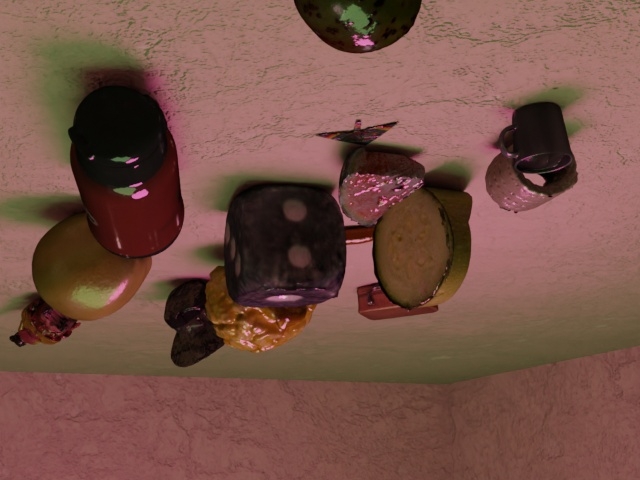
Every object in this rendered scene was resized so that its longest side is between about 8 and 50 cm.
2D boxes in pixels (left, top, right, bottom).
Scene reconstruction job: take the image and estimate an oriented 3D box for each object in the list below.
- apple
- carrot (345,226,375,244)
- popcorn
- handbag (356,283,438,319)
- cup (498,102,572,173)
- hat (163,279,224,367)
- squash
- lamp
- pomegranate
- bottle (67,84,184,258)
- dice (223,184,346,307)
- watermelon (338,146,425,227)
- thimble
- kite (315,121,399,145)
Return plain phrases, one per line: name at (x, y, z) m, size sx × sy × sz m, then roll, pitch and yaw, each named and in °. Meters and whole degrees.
apple at (-0.395, 0.041, 1.429) m, size 0.200 × 0.200 × 0.200 m, roll -3°, pitch 163°, yaw -1°
carrot at (0.000, 0.000, 1.611) m, size 0.248 × 0.043 × 0.043 m, roll -7°, pitch 163°, yaw 6°
popcorn at (-0.104, 0.114, 1.711) m, size 0.251 × 0.206 × 0.237 m, roll -21°, pitch 144°, yaw 18°
handbag at (0.189, 0.149, 2.089) m, size 0.193 × 0.072 × 0.151 m, roll -9°, pitch 163°, yaw 25°
cup at (0.291, -0.141, 1.135) m, size 0.100 × 0.077 × 0.078 m, roll 1°, pitch 163°, yaw -16°
hat at (-0.291, 0.167, 1.927) m, size 0.265 × 0.265 × 0.128 m, roll -18°, pitch 125°, yaw 39°
squash at (0.190, 0.018, 1.401) m, size 0.133 × 0.220 × 0.220 m, roll 10°, pitch 159°, yaw -27°
lamp at (-0.678, 0.202, 2.029) m, size 0.118 × 0.118 × 0.253 m, roll 9°, pitch 158°, yaw -35°
pomegranate at (0.036, -0.224, 0.729) m, size 0.130 × 0.130 × 0.130 m, roll -3°, pitch 163°, yaw -1°
bottle at (-0.256, -0.085, 1.098) m, size 0.144 × 0.144 × 0.336 m, roll -1°, pitch 163°, yaw -8°
dice at (-0.064, 0.015, 1.406) m, size 0.181 × 0.183 × 0.182 m, roll 1°, pitch 164°, yaw -19°
watermelon at (0.093, -0.095, 1.282) m, size 0.139 × 0.071 × 0.187 m, roll -13°, pitch 154°, yaw 7°
thimble at (0.313, -0.099, 1.235) m, size 0.115 × 0.102 × 0.090 m, roll 10°, pitch 161°, yaw -16°
kite at (0.055, -0.151, 1.182) m, size 0.122 × 0.004 × 0.090 m, roll -6°, pitch 164°, yaw 7°
